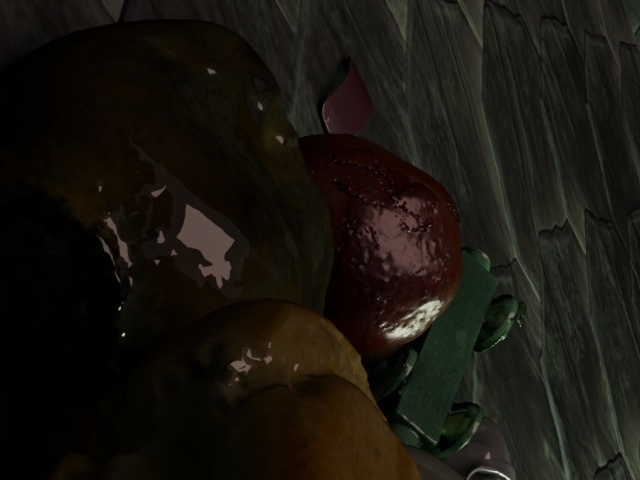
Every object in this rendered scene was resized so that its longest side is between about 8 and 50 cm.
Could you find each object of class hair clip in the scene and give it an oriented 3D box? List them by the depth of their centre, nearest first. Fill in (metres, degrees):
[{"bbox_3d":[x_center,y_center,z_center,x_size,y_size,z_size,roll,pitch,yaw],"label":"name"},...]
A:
[{"bbox_3d":[0.029,-0.140,1.571,0.054,0.022,0.137,65,24,-21],"label":"hair clip"}]

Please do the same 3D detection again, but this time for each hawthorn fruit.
[{"bbox_3d":[0.000,0.000,1.218,0.235,0.181,0.181,12,65,-47],"label":"hawthorn fruit"}]

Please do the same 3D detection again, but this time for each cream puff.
[{"bbox_3d":[-0.060,0.212,0.851,0.327,0.231,0.343,16,60,-68],"label":"cream puff"}]

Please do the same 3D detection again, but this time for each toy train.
[{"bbox_3d":[0.075,0.112,1.363,0.105,0.157,0.253,40,43,-14],"label":"toy train"}]

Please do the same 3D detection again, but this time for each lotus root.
[{"bbox_3d":[-0.104,-0.019,1.002,0.260,0.149,0.267,-21,94,-69],"label":"lotus root"}]

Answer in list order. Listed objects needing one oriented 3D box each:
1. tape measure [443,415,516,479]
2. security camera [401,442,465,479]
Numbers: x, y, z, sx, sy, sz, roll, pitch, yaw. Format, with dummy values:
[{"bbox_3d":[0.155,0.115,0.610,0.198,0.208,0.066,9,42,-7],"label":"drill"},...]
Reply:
[{"bbox_3d":[0.118,0.250,1.394,0.197,0.120,0.236,-90,-178,-54],"label":"tape measure"},{"bbox_3d":[0.043,0.278,1.142,0.197,0.191,0.277,-22,96,-63],"label":"security camera"}]
